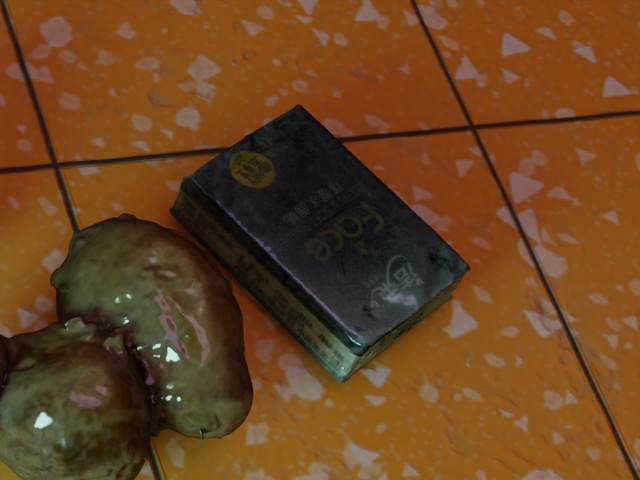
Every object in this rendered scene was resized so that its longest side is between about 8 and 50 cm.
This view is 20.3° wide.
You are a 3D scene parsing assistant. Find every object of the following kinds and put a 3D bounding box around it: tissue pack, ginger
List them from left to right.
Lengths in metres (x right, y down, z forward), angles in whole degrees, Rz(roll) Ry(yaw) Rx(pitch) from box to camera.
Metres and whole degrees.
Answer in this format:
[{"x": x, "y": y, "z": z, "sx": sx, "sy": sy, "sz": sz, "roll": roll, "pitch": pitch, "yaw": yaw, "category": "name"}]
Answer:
[{"x": -0.204, "y": 0.115, "z": 1.595, "sx": 0.244, "sy": 0.155, "sz": 0.304, "roll": 47, "pitch": 51, "yaw": 12, "category": "ginger"}, {"x": 0.000, "y": 0.000, "z": 1.815, "sx": 0.257, "sy": 0.081, "sz": 0.185, "roll": 44, "pitch": 51, "yaw": 13, "category": "tissue pack"}]
